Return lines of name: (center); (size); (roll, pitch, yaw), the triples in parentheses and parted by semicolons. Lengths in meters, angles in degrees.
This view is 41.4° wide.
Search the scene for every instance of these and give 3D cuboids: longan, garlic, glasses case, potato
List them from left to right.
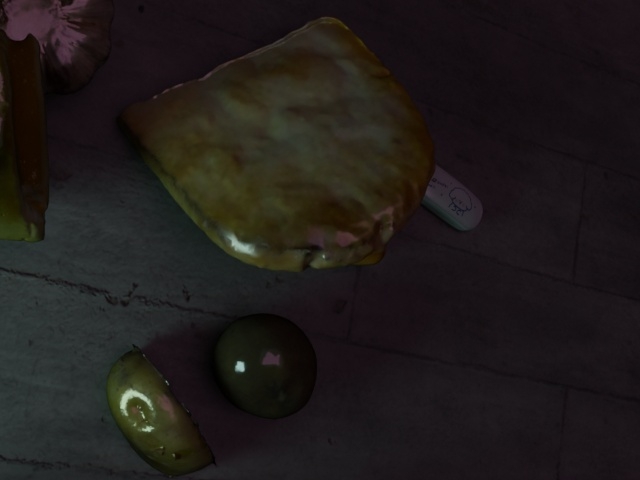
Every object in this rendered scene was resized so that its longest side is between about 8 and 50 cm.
garlic: (-0.432, -0.335, 1.282); (0.245, 0.160, 0.244); (-3, 102, -15)
potato: (-0.252, 0.288, 1.319); (0.098, 0.138, 0.243); (-37, 100, -21)
longan: (-0.090, 0.207, 1.401); (0.167, 0.167, 0.187); (-38, 103, -26)
glasses case: (0.239, -0.091, 1.666); (0.197, 0.049, 0.076); (35, 70, -21)

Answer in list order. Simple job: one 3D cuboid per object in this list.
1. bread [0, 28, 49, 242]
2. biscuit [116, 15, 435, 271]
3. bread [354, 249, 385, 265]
bread: (-0.538, -0.139, 1.130); (0.341, 0.210, 0.300); (4, 107, -12)
biscuit: (-0.032, -0.150, 1.377); (0.429, 0.104, 0.446); (-34, 68, -19)
bread: (0.000, 0.000, 1.515); (0.239, 0.074, 0.092); (4, 59, -27)
